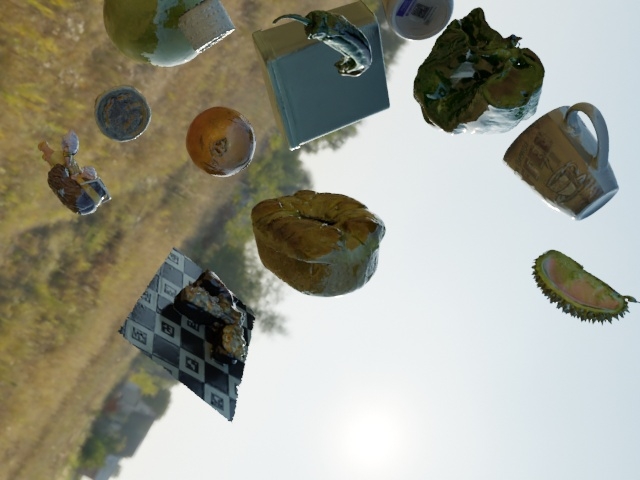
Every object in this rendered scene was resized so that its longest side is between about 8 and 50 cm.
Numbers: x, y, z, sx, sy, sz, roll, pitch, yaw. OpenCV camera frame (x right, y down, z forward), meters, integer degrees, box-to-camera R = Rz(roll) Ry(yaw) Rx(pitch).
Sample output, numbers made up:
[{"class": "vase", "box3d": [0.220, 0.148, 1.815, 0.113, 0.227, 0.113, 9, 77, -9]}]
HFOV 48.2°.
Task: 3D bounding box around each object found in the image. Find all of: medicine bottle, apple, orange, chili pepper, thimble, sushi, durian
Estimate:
[{"class": "medicine bottle", "box3d": [0.186, -0.514, 1.443, 0.135, 0.135, 0.215, -54, -150, 42]}, {"class": "apple", "box3d": [-0.424, -0.604, 1.875, 0.254, 0.292, 0.292, 92, 18, -51]}, {"class": "orange", "box3d": [-0.117, -0.115, 0.836, 0.083, 0.084, 0.083, -59, -173, 12]}, {"class": "chili pepper", "box3d": [0.264, -0.271, 1.275, 0.167, 0.213, 0.385, -44, -175, 0]}, {"class": "thimble", "box3d": [-0.272, -0.513, 1.703, 0.115, 0.090, 0.102, -33, -168, -8]}, {"class": "chili pepper", "box3d": [0.028, -0.387, 1.379, 0.279, 0.122, 0.065, 25, 59, -60]}, {"class": "sushi", "box3d": [-0.161, 0.109, 1.033, 0.043, 0.192, 0.279, -43, -166, 19]}, {"class": "durian", "box3d": [0.527, 0.115, 1.479, 0.137, 0.221, 0.095, -33, 136, -26]}]

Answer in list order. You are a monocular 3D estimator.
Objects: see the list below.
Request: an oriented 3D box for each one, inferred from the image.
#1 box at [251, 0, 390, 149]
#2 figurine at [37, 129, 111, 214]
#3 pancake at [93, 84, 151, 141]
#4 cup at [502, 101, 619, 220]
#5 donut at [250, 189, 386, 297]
[{"class": "box", "box3d": [0.008, -0.493, 2.127, 0.352, 0.344, 0.177, 74, -9, -46]}, {"class": "figurine", "box3d": [-0.610, -0.161, 1.751, 0.116, 0.240, 0.174, -29, 148, -14]}, {"class": "pancake", "box3d": [-0.470, -0.301, 1.704, 0.139, 0.139, 0.022, -59, -147, 10]}, {"class": "cup", "box3d": [0.657, -0.211, 1.849, 0.227, 0.257, 0.301, -26, 156, -27]}, {"class": "donut", "box3d": [0.000, 0.000, 1.283, 0.261, 0.209, 0.128, 41, -42, 55]}]
